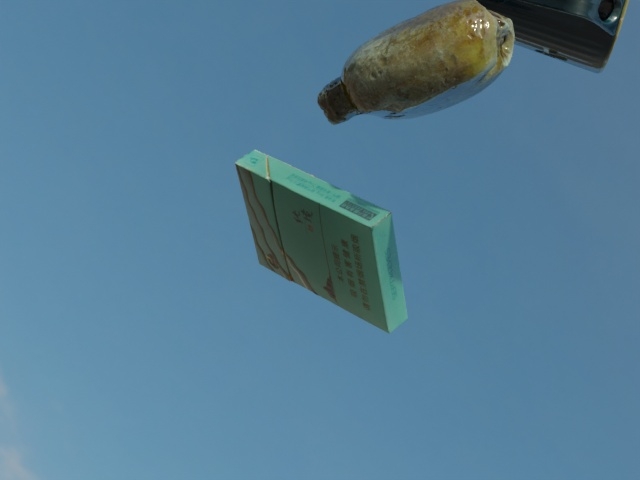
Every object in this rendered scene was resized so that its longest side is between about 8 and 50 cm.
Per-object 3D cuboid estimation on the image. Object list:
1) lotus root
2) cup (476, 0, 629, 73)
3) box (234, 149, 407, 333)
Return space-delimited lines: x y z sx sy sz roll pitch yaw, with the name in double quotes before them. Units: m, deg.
"lotus root" 0.085 -0.158 1.170 0.192 0.113 0.088 -20 -92 22
"cup" 0.230 -0.251 1.292 0.155 0.176 0.131 16 -80 5
"box" -0.001 0.000 1.504 0.229 0.041 0.162 27 -39 38
